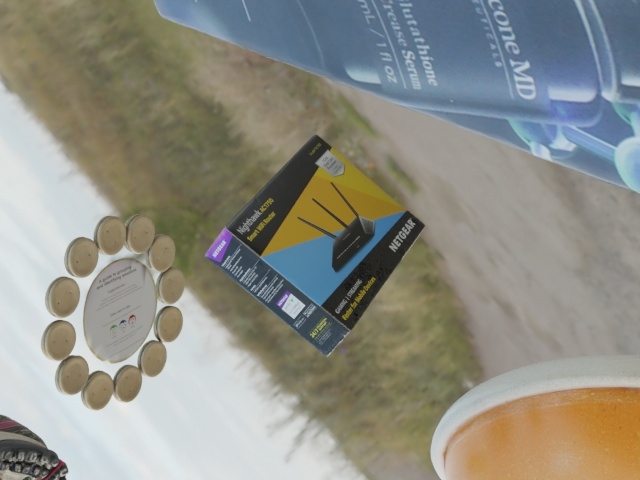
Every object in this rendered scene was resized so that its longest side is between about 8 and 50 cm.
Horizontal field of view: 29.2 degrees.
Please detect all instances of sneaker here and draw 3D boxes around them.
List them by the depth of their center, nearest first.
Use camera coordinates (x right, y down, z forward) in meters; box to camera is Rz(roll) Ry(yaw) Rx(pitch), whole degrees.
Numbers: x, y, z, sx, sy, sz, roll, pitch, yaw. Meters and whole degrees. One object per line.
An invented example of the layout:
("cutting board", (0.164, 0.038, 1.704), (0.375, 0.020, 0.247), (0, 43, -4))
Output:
("sneaker", (-0.432, 0.237, 1.383), (0.299, 0.121, 0.112), (31, -177, -46))

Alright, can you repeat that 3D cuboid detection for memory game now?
("memory game", (-0.187, 0.065, 1.129), (0.012, 0.186, 0.186), (10, 152, 33))

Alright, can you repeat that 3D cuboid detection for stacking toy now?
("stacking toy", (0.266, 0.373, 1.084), (0.350, 0.350, 0.480), (55, -147, -49))

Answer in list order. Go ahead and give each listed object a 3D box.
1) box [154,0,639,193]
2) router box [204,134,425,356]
("box", (0.092, -0.203, 0.414), (0.395, 0.212, 0.293), (26, 146, 39))
("router box", (0.000, 0.000, 1.060), (0.133, 0.046, 0.179), (39, -141, 0))
